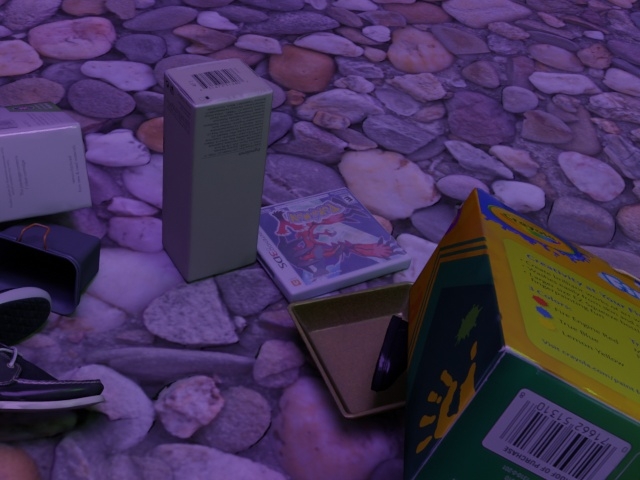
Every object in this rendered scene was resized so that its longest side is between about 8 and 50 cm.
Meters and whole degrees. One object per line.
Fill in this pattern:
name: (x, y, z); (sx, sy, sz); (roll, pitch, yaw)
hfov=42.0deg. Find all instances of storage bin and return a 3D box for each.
storage bin: (-0.347, 0.017, 1.052); (0.135, 0.098, 0.091); (16, 29, 7)

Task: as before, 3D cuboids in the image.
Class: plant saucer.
plant saucer: (0.073, 0.141, 1.027); (0.188, 0.045, 0.188); (-9, 43, -22)

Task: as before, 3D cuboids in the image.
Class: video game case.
video game case: (0.000, 0.000, 1.200); (0.201, 0.023, 0.183); (-15, 45, -28)

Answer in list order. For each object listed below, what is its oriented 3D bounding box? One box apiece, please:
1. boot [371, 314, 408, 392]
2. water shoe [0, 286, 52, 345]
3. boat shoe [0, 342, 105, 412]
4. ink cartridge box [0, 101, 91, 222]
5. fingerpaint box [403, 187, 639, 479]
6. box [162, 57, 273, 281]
boot: (0.117, 0.141, 0.968); (0.099, 0.045, 0.121); (19, 39, 6)
water shoe: (-0.415, 0.088, 0.958); (0.203, 0.073, 0.080); (-22, 46, -34)
boat shoe: (-0.345, 0.143, 0.879); (0.233, 0.084, 0.079); (7, 77, -11)
ink cartridge box: (-0.500, -0.090, 1.076); (0.353, 0.119, 0.207); (-11, 22, -25)
fingerpaint box: (0.305, 0.172, 0.794); (0.444, 0.163, 0.371); (28, 22, -5)
box: (-0.138, -0.087, 1.073); (0.113, 0.275, 0.094); (-16, 45, -30)
